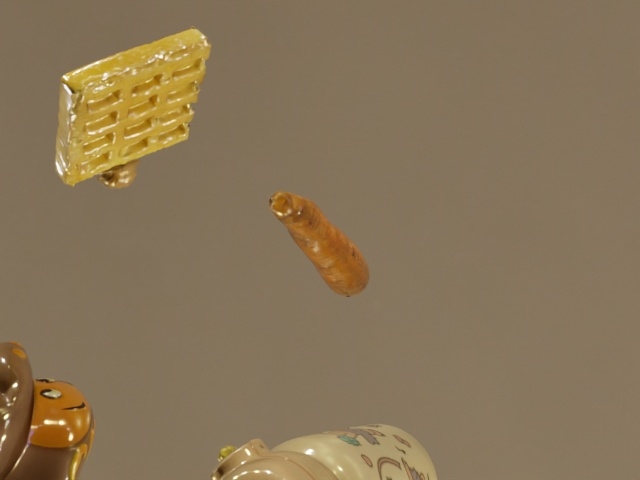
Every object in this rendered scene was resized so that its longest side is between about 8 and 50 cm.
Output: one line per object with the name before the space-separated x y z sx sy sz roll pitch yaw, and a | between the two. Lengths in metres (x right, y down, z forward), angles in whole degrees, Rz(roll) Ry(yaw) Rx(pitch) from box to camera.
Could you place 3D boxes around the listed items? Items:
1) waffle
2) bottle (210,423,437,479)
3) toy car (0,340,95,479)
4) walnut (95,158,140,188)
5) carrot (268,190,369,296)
waffle | -0.282 -0.195 1.396 0.055 0.221 0.248 55 -30 15
bottle | 0.000 0.175 0.648 0.097 0.209 0.110 -46 -113 13
toy car | -0.415 0.275 1.078 0.271 0.240 0.340 24 -90 63
walnut | -0.334 -0.126 1.536 0.096 0.083 0.079 24 -56 60
carrot | 0.000 0.000 1.088 0.059 0.248 0.059 -11 -120 19
